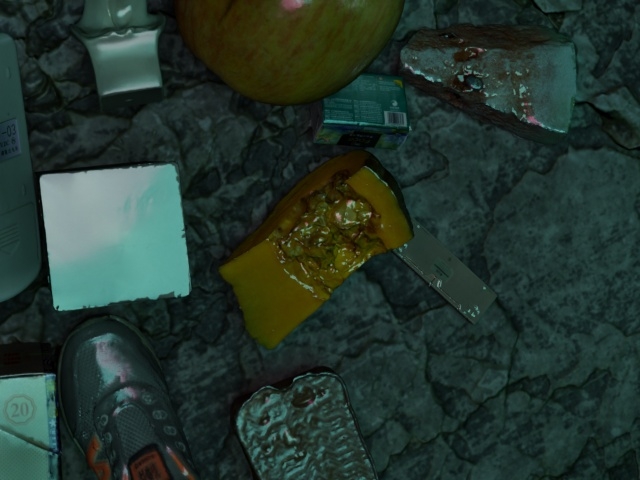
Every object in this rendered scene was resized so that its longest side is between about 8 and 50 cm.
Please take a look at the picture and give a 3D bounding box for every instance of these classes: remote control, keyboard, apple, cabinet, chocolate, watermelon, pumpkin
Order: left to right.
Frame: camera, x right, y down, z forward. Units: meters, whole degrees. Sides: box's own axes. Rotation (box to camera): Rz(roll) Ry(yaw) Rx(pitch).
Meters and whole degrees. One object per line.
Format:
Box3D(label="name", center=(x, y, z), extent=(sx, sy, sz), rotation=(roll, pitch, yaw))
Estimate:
Box3D(label="remote control", center=(-0.373, -0.076, 1.386), extent=(0.056, 0.140, 0.296), rotation=(5, 109, 25))
Box3D(label="cabinet", center=(-0.235, -0.012, 1.400), extent=(0.150, 0.206, 0.145), rotation=(-7, 96, -14))
Box3D(label="apple", center=(-0.041, -0.275, 1.407), extent=(0.265, 0.264, 0.264), rotation=(-1, 94, -14))
Box3D(label="chocolate", center=(-0.021, 0.259, 1.536), extent=(0.148, 0.093, 0.214), rotation=(-21, 100, -13))
Box3D(label="pumpkin", center=(-0.004, 0.002, 1.515), extent=(0.248, 0.126, 0.131), rotation=(-34, 110, 9))
Box3D(label="keyboard", center=(0.152, 0.038, 1.604), extent=(0.166, 0.017, 0.055), rotation=(42, 79, -14))
Box3D(label="watermelon", center=(0.208, -0.214, 1.572), extent=(0.241, 0.094, 0.154), rotation=(8, 85, -12))

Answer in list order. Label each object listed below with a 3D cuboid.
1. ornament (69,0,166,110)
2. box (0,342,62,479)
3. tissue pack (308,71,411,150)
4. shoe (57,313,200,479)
Box3D(label="ornament", center=(-0.230, -0.290, 1.427), extent=(0.130, 0.120, 0.285), rotation=(5, 94, -11))
Box3D(label="box", center=(-0.332, 0.283, 1.403), extent=(0.084, 0.198, 0.310), rotation=(-3, 96, -13))
Box3D(label="tissue pack", center=(0.044, -0.155, 1.534), extent=(0.111, 0.079, 0.085), rotation=(3, 62, -15))
Box3D(label="shoe", center=(-0.207, 0.252, 1.446), extent=(0.132, 0.171, 0.336), rotation=(-23, 100, -11))
